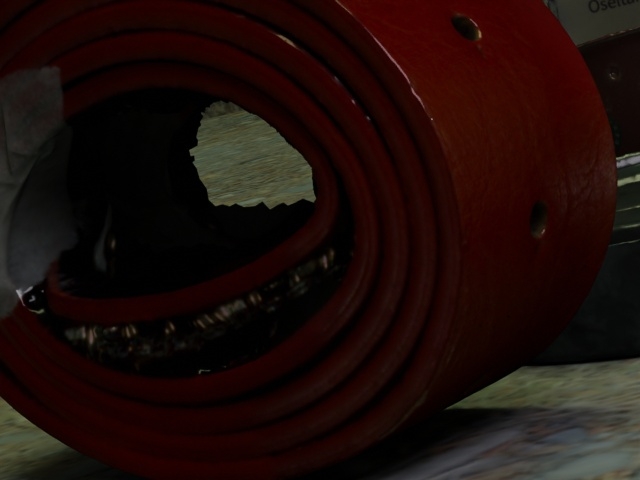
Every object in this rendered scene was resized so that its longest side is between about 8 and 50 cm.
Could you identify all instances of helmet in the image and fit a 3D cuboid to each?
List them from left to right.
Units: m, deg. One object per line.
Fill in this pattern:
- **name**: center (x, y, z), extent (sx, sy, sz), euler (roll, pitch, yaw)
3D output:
- **helmet**: center (0.224, -0.068, 1.160), extent (0.175, 0.106, 0.155), euler (-7, -6, -30)

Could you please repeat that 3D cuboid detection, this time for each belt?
- **belt**: center (-0.040, -0.021, 0.825), extent (0.324, 0.227, 0.115), euler (-5, 9, 41)

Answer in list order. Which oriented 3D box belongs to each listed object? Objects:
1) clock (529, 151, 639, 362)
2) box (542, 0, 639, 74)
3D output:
- **clock**: center (0.183, -0.005, 0.961), extent (0.281, 0.055, 0.280), euler (-14, 8, 2)
- **box**: center (0.342, -0.204, 1.593), extent (0.343, 0.200, 0.065), euler (-15, 10, -6)
